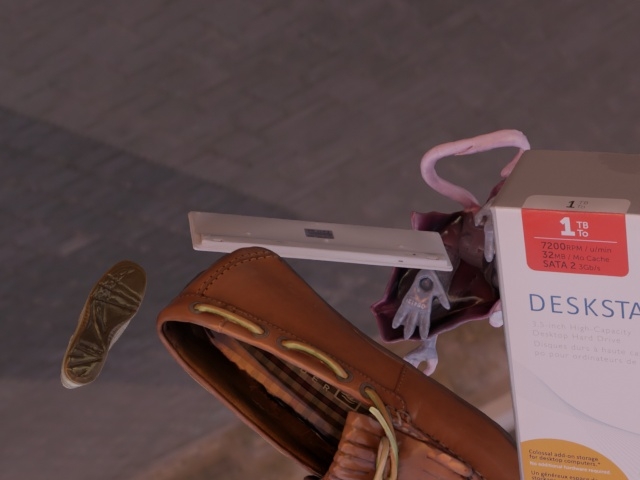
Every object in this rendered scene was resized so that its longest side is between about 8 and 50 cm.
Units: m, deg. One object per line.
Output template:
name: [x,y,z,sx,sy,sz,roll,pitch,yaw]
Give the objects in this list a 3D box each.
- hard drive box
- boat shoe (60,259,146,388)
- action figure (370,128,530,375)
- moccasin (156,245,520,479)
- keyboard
hard drive box: [0.219,0.063,1.148,0.181,0.232,0.089,3,-150,24]
boat shoe: [-0.239,0.091,1.883,0.048,0.056,0.153,-32,-147,63]
action figure: [0.182,0.028,2.036,0.248,0.276,0.370,-7,178,20]
moccasin: [0.034,0.158,1.352,0.147,0.380,0.139,-40,171,-48]
keyboard: [0.000,0.000,1.686,0.256,0.072,0.014,5,113,-12]
